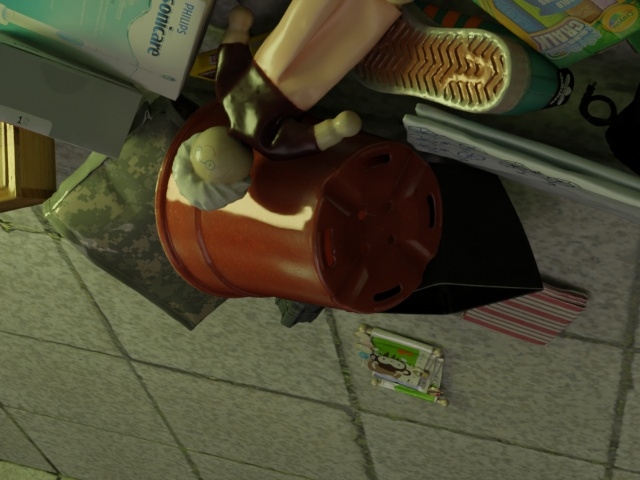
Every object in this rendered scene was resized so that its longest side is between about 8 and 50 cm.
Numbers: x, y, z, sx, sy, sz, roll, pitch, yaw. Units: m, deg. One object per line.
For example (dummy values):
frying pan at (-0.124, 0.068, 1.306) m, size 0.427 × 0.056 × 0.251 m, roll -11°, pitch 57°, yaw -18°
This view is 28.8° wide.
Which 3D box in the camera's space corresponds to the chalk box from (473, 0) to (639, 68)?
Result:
chalk box at (0.245, -0.260, 1.169) m, size 0.213 × 0.132 × 0.132 m, roll 31°, pitch 150°, yaw -24°

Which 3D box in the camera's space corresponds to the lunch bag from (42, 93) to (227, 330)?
lunch bag at (-0.200, -0.053, 1.685) m, size 0.235 × 0.169 × 0.287 m, roll -40°, pitch 129°, yaw 13°

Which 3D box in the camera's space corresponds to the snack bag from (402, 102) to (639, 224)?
snack bag at (0.251, -0.076, 1.432) m, size 0.323 × 0.037 × 0.342 m, roll 19°, pitch -179°, yaw 5°

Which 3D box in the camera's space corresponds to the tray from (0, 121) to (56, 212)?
tray at (-0.534, -0.131, 1.789) m, size 0.411 × 0.203 × 0.076 m, roll -9°, pitch 173°, yaw 40°

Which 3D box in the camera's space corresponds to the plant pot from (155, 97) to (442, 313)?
plant pot at (-0.014, -0.036, 1.504) m, size 0.265 × 0.272 × 0.272 m, roll 15°, pitch 158°, yaw 49°

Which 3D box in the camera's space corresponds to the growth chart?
growth chart at (0.144, 0.221, 2.212) m, size 0.172 × 0.021 × 0.237 m, roll 12°, pitch 151°, yaw 14°

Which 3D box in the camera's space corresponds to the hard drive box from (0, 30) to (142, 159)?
hard drive box at (-0.339, -0.195, 1.530) m, size 0.181 × 0.089 × 0.232 m, roll 18°, pitch -169°, yaw -26°

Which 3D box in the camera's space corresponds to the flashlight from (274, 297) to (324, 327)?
flashlight at (0.003, 0.031, 1.843) m, size 0.103 × 0.103 × 0.304 m, roll -11°, pitch 161°, yaw -16°

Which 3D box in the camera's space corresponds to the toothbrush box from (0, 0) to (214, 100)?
toothbrush box at (-0.260, -0.307, 1.396) m, size 0.295 × 0.126 × 0.216 m, roll 22°, pitch 153°, yaw -5°

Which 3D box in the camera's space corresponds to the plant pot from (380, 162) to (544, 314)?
plant pot at (0.151, -0.001, 1.615) m, size 0.187 × 0.167 × 0.188 m, roll 5°, pitch 163°, yaw -37°

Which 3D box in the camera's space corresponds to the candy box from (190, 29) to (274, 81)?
candy box at (-0.052, -0.219, 1.493) m, size 0.206 × 0.027 × 0.105 m, roll -9°, pitch 170°, yaw 42°

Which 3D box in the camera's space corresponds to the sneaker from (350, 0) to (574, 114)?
sneaker at (0.138, -0.191, 1.323) m, size 0.121 × 0.108 × 0.302 m, roll 6°, pitch -162°, yaw -38°

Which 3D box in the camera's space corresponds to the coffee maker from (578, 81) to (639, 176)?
coffee maker at (0.368, -0.149, 1.306) m, size 0.171 × 0.120 × 0.178 m, roll 16°, pitch 151°, yaw 7°

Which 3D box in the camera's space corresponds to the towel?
towel at (0.307, 0.101, 1.894) m, size 0.144 × 0.029 × 0.197 m, roll 20°, pitch 155°, yaw -3°

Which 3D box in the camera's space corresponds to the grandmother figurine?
grandmother figurine at (-0.045, -0.172, 1.334) m, size 0.104 × 0.208 × 0.342 m, roll 12°, pitch 124°, yaw -49°
